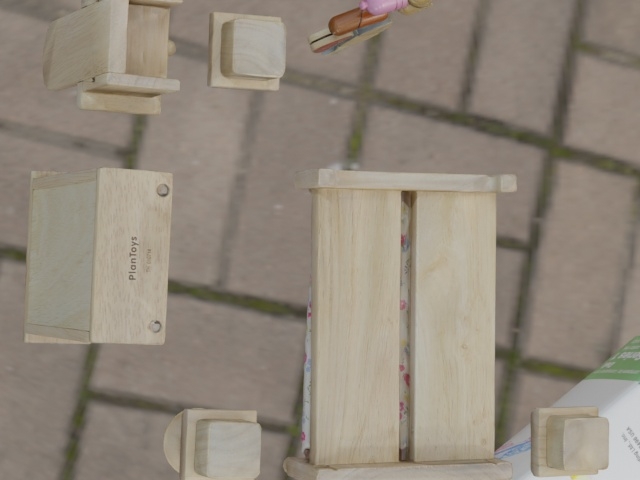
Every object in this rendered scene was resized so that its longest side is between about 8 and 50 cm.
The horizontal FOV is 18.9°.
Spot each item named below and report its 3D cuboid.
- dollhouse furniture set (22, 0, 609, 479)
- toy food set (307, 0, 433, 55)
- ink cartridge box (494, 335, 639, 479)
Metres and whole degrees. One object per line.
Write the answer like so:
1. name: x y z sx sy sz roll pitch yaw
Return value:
1. dollhouse furniture set: 0.000 0.000 1.256 0.355 0.174 0.303 2 89 -23
2. toy food set: 0.037 -0.161 1.346 0.078 0.122 0.019 -14 82 -60
3. ink cartridge box: 0.220 0.233 1.480 0.278 0.117 0.201 -37 98 -15
